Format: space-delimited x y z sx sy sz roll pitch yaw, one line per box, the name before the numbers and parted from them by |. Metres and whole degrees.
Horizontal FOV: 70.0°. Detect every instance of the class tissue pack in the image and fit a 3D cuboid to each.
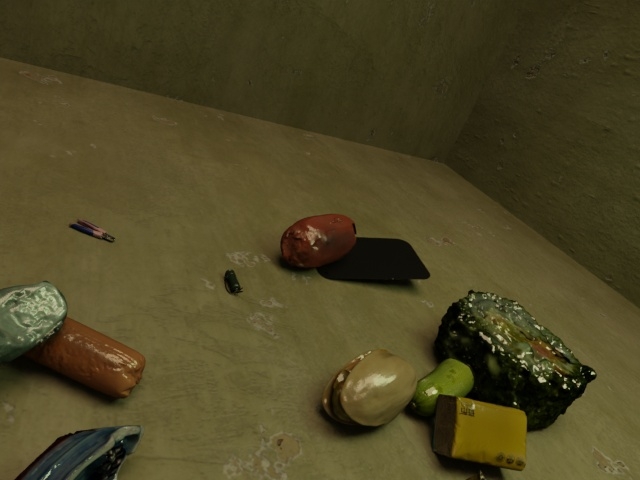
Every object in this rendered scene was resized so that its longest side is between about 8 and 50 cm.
tissue pack | 0.325 0.388 0.930 0.169 0.082 0.119 17 69 -12

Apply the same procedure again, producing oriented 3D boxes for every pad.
pad | 0.141 0.058 1.525 0.376 0.063 0.314 3 32 -15

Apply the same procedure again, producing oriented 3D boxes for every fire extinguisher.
fire extinguisher | -0.220 0.108 1.144 0.038 0.025 0.083 -27 43 -9

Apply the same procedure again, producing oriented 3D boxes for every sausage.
sausage | 0.000 0.000 1.367 0.152 0.151 0.280 39 33 28
sausage | -0.435 0.177 0.776 0.289 0.086 0.086 23 26 3

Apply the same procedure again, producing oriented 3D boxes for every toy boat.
toy boat | -0.299 0.337 0.532 0.143 0.128 0.309 11 27 7

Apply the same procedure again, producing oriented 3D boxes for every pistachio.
pistachio | 0.108 0.301 0.928 0.215 0.143 0.144 -15 44 -37

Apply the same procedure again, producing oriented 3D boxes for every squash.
squash | 0.267 0.340 1.029 0.095 0.095 0.188 39 34 29

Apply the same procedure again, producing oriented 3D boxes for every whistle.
whistle | -0.528 0.162 0.631 0.189 0.189 0.348 32 31 18

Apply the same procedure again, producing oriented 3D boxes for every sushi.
sushi | 0.465 0.290 1.164 0.294 0.178 0.352 2 33 -37

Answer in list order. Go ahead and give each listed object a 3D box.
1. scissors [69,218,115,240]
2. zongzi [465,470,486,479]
scissors | -0.561 -0.024 1.132 0.114 0.012 0.039 25 26 3
zongzi | 0.232 0.508 0.672 0.248 0.111 0.241 -7 45 -37
